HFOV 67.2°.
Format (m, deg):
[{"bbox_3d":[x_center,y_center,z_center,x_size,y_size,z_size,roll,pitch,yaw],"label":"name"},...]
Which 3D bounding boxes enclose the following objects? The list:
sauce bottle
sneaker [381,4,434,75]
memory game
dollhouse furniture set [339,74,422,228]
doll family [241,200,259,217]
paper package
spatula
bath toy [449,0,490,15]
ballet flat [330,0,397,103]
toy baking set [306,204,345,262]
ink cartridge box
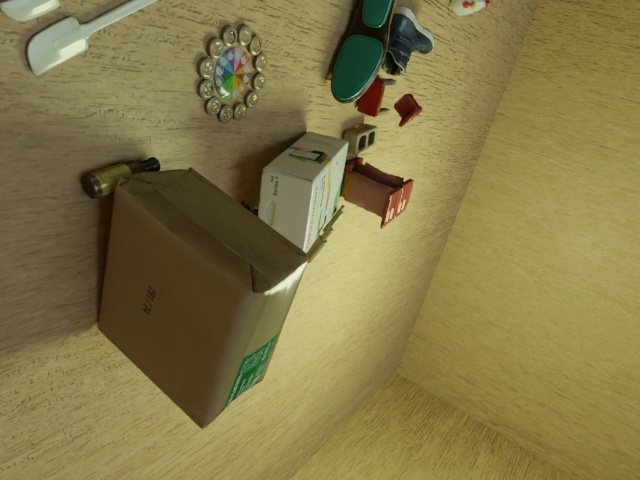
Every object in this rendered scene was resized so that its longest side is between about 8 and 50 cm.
[{"bbox_3d":[-0.319,-0.105,0.783,0.128,0.042,0.042,-32,140,-44],"label":"sauce bottle"},{"bbox_3d":[0.244,-0.534,1.369,0.226,0.086,0.163,10,94,-53],"label":"sneaker"},{"bbox_3d":[-0.162,-0.314,0.918,0.186,0.012,0.186,-42,146,-37],"label":"memory game"},{"bbox_3d":[0.164,-0.253,1.365,0.152,0.201,0.374,-34,142,-46],"label":"dollhouse furniture set"},{"bbox_3d":[-0.172,0.006,1.127,0.111,0.076,0.193,-24,131,-47],"label":"doll family"},{"bbox_3d":[-0.212,0.092,0.826,0.168,0.309,0.325,-26,146,-52],"label":"paper package"},{"bbox_3d":[-0.304,-0.343,0.622,0.242,0.019,0.168,-48,149,-29],"label":"spatula"},{"bbox_3d":[0.484,-0.867,1.485,0.151,0.129,0.348,-46,150,-33],"label":"bath toy"},{"bbox_3d":[0.117,-0.502,1.186,0.124,0.116,0.342,-42,148,-74],"label":"ballet flat"},{"bbox_3d":[-0.001,0.002,1.336,0.256,0.030,0.197,-51,-179,28],"label":"toy baking set"},{"bbox_3d":[-0.037,-0.113,1.134,0.278,0.117,0.201,-56,159,-56],"label":"ink cartridge box"}]
